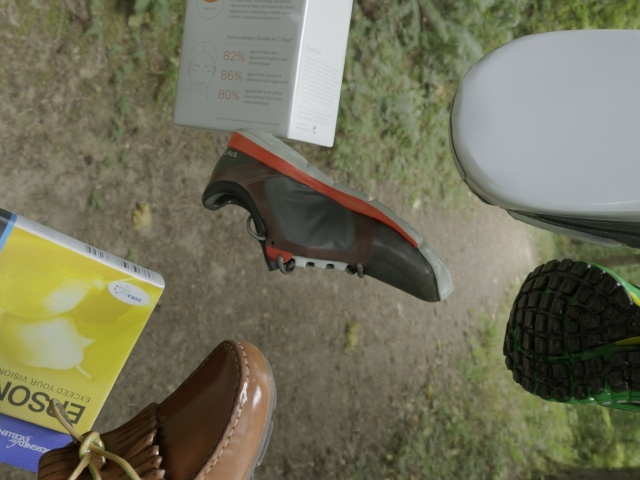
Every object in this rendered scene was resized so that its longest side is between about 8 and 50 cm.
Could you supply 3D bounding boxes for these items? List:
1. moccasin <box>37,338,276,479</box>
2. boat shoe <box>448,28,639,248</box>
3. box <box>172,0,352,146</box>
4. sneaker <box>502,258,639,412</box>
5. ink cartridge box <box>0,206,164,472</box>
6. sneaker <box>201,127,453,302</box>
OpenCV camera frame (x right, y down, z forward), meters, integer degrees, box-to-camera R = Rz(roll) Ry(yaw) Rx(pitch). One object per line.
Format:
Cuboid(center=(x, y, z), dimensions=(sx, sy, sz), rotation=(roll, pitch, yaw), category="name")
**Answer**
Cuboid(center=(-0.190, 0.221, 0.628), dimensions=(0.147, 0.380, 0.139), rotation=(41, 15, -30), category="moccasin")
Cuboid(center=(0.211, -0.031, 0.334), dimensions=(0.102, 0.301, 0.108), rotation=(32, 63, -74), category="boat shoe")
Cuboid(center=(-0.052, -0.181, 0.699), dimensions=(0.091, 0.130, 0.170), rotation=(-1, 100, -63), category="box")
Cuboid(center=(0.304, 0.106, 0.666), dimensions=(0.146, 0.343, 0.134), rotation=(19, 86, -31), category="sneaker")
Cuboid(center=(-0.392, 0.122, 0.886), dimensions=(0.304, 0.072, 0.307), rotation=(26, 91, -25), category="ink cartridge box")
Cuboid(center=(0.000, 0.000, 0.432), dimensions=(0.065, 0.158, 0.061), rotation=(-55, 169, -11), category="sneaker")
